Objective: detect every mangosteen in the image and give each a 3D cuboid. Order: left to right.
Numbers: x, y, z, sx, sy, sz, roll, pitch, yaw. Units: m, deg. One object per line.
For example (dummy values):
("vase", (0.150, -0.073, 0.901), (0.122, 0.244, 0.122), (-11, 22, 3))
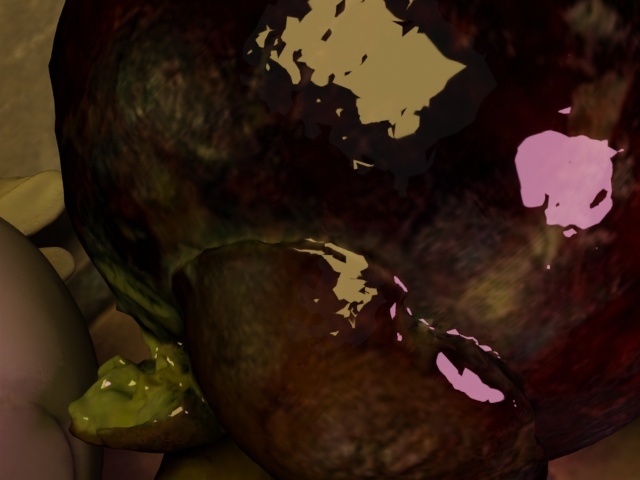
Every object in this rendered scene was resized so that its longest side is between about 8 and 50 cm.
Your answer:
("mangosteen", (0.000, 0.000, 0.445), (0.231, 0.231, 0.289), (33, 78, 25))

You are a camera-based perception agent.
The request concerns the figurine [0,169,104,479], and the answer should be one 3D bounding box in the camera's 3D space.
("figurine", (-0.236, 0.035, 0.550), (0.394, 0.227, 0.274), (13, 36, 35))
